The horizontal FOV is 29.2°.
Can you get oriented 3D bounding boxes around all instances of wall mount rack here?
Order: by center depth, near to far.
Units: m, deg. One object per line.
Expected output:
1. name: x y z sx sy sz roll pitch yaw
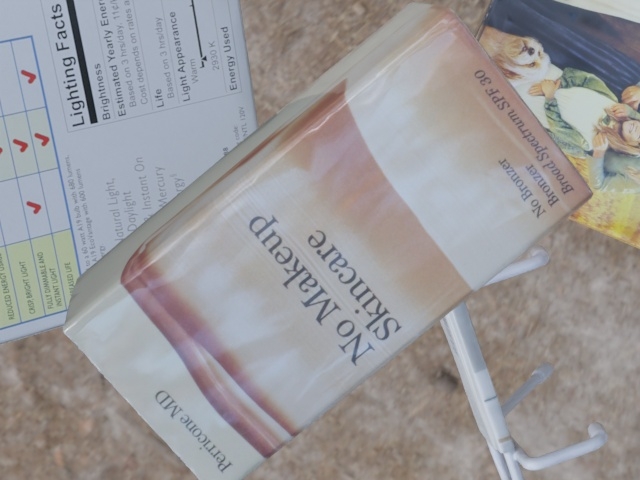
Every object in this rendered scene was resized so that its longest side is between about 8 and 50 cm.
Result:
1. wall mount rack: 0.204 0.104 1.357 0.130 0.304 0.350 -20 99 -2

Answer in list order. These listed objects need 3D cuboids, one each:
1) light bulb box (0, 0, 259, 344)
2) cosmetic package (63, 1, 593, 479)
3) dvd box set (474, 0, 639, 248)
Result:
1. light bulb box: -0.263 -0.121 1.119 0.225 0.361 0.358 28 130 60
2. cosmetic package: 0.000 0.000 0.778 0.296 0.129 0.153 -41 103 4
3. dvd box set: 0.346 -0.134 1.143 0.420 0.062 0.308 24 99 1
